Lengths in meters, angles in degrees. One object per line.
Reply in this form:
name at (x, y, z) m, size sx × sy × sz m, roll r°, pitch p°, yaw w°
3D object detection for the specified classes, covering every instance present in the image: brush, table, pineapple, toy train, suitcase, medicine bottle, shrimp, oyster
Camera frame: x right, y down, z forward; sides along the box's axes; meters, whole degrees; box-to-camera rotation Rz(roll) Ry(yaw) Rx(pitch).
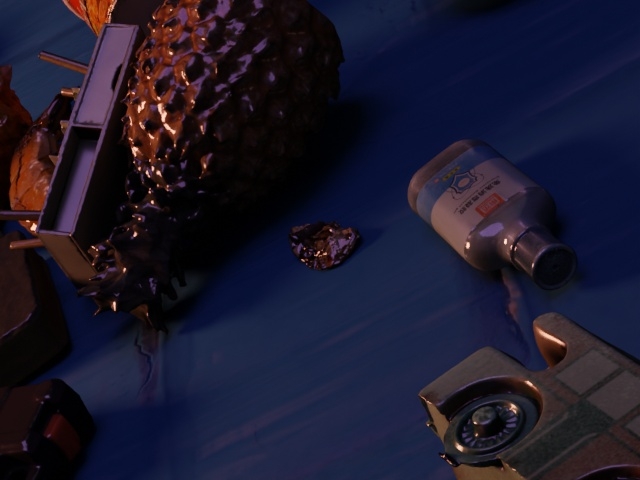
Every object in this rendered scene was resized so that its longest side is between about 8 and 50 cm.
brush at (-0.326, 0.074, 1.976) m, size 0.123 × 0.059 × 0.197 m, roll -32°, pitch 33°, yaw 1°
table at (-0.243, -0.086, 1.966) m, size 0.111 × 0.121 × 0.240 m, roll 6°, pitch 63°, yaw 17°
pineapple at (-0.119, -0.083, 1.889) m, size 0.202 × 0.202 × 0.362 m, roll 3°, pitch 60°, yaw 44°
toy train at (0.200, 0.171, 1.326) m, size 0.159 × 0.129 × 0.326 m, roll -35°, pitch 31°, yaw -12°
suitcase at (-0.333, 0.252, 1.747) m, size 0.206 × 0.066 × 0.285 m, roll -10°, pitch 40°, yaw 32°
medicine bottle at (0.149, -0.020, 1.680) m, size 0.090 × 0.054 × 0.208 m, roll -37°, pitch 33°, yaw -4°
shrimp at (-0.211, -0.117, 2.104) m, size 0.290 × 0.054 × 0.222 m, roll -36°, pitch 42°, yaw -4°
oyster at (-0.002, -0.001, 1.822) m, size 0.054 × 0.019 × 0.083 m, roll -45°, pitch 34°, yaw -16°

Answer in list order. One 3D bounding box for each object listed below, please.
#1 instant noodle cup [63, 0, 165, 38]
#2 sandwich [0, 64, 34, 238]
instant noodle cup at (-0.178, -0.281, 2.188) m, size 0.213 × 0.213 × 0.174 m, roll -33°, pitch 40°, yaw 2°
sandwich at (-0.428, -0.086, 2.182) m, size 0.250 × 0.162 × 0.301 m, roll 1°, pitch 50°, yaw 37°
